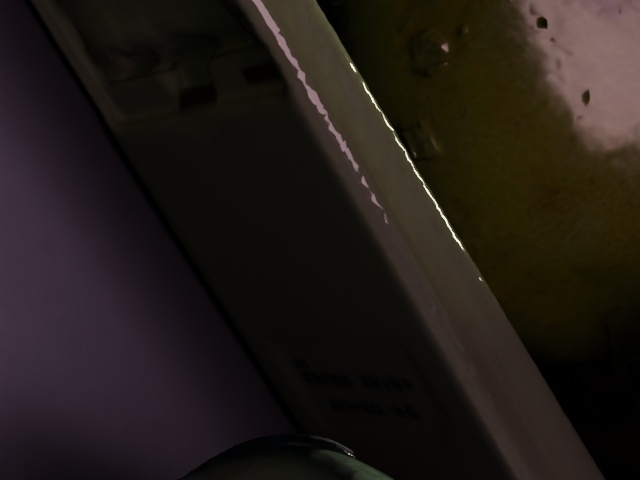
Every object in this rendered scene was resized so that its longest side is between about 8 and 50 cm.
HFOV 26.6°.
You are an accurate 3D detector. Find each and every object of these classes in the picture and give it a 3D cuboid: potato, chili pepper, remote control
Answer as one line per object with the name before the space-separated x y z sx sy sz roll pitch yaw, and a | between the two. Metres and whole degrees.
potato | 0.093 -0.071 0.527 0.186 0.148 0.253 -34 108 -37
chili pepper | 0.179 0.079 0.640 0.123 0.070 0.073 19 60 -34
remote control | 0.000 0.000 0.468 0.038 0.123 0.285 -43 111 -30

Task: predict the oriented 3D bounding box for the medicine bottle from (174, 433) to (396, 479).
medicine bottle | 0.061 0.225 0.406 0.290 0.245 0.245 29 70 -25
